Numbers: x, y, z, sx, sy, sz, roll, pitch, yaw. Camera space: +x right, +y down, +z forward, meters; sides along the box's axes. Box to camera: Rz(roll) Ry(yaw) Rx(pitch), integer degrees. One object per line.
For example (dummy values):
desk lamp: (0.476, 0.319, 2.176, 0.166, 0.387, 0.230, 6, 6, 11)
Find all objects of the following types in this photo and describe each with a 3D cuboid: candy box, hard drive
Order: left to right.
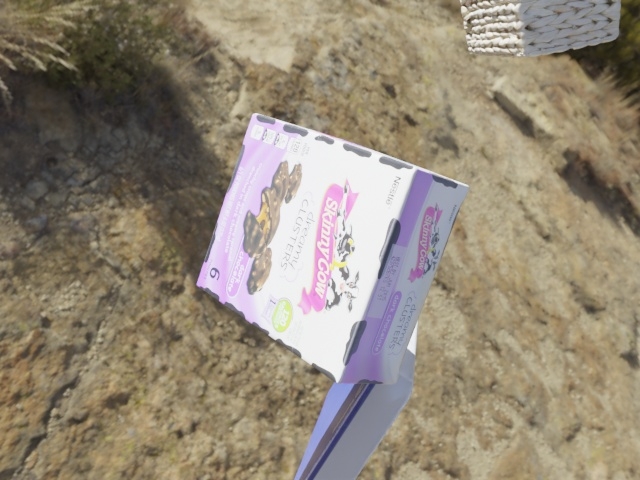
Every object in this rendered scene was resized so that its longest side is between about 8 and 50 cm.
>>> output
candy box: (0.000, 0.000, 0.564, 0.070, 0.164, 0.196, 12, 10, -45)
hard drive: (0.046, 0.179, 0.807, 0.040, 0.210, 0.318, 31, 14, 3)

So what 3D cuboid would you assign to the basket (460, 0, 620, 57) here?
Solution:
basket: (0.218, -0.247, 0.707, 0.167, 0.113, 0.103, -117, -165, -71)
